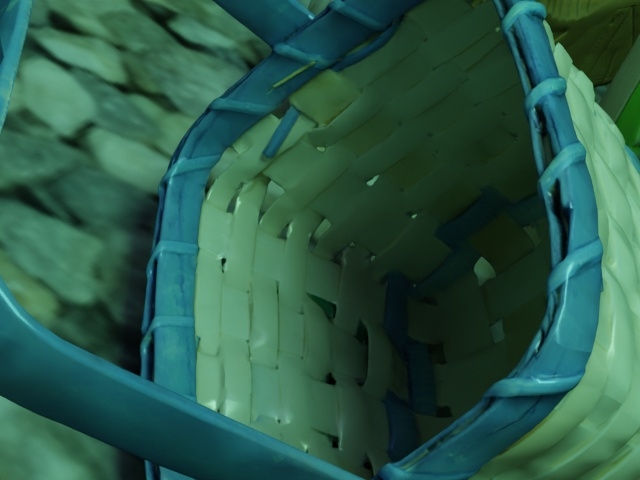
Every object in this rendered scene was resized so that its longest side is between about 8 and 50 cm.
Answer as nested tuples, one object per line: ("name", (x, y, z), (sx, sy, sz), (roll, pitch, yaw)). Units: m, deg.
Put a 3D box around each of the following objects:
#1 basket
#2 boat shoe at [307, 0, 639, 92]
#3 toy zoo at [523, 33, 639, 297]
("basket", (0.000, 0.000, 0.475), (0.289, 0.201, 0.255), (39, 31, -33))
("boat shoe", (0.085, -0.132, 0.757), (0.277, 0.098, 0.096), (-9, 51, -44))
("toy zoo", (0.177, 0.055, 0.532), (0.030, 0.192, 0.293), (-2, 49, -26))
